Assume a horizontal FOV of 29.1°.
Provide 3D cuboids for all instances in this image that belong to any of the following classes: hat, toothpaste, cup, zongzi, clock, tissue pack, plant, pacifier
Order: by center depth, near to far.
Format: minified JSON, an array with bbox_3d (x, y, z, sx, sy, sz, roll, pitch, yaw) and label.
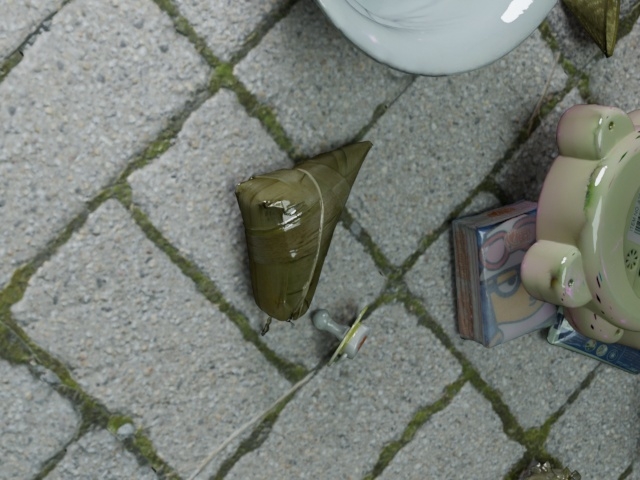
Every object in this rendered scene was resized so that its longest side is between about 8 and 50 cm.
[{"bbox_3d":[0.085,-0.346,1.234,0.347,0.163,0.347,-8,107,-28],"label":"cup"},{"bbox_3d":[0.000,0.000,1.334,0.178,0.081,0.189,-25,120,-33],"label":"zongzi"},{"bbox_3d":[0.019,0.102,1.386,0.064,0.068,0.083,35,63,1],"label":"pacifier"},{"bbox_3d":[0.313,-0.289,1.448,0.146,0.067,0.146,6,90,-72],"label":"hat"},{"bbox_3d":[0.221,0.038,1.472,0.115,0.065,0.155,-17,110,-29],"label":"tissue pack"},{"bbox_3d":[0.368,-0.017,1.476,0.309,0.114,0.284,17,89,-44],"label":"clock"},{"bbox_3d":[0.303,0.349,1.573,0.116,0.122,0.105,-33,128,-27],"label":"plant"},{"bbox_3d":[0.368,0.136,1.601,0.197,0.034,0.057,24,81,-30],"label":"toothpaste"}]
